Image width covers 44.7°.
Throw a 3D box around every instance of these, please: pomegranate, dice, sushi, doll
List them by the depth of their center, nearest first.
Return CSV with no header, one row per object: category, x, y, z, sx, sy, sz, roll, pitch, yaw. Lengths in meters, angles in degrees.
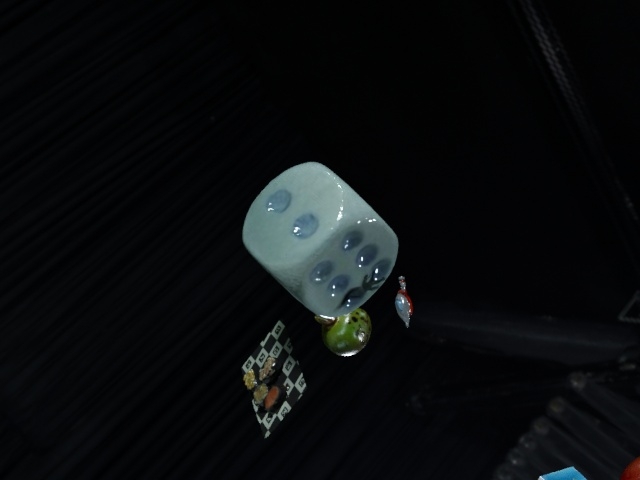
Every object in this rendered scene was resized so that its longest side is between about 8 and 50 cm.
doll,0.188,0.141,1.764,0.039,0.114,0.057,9,-25,-26
dice,0.000,0.000,1.804,0.262,0.264,0.268,43,-1,43
sushi,-0.136,0.336,1.933,0.043,0.192,0.279,27,20,-31
pomegranate,0.064,0.259,2.353,0.205,0.159,0.159,36,-16,-36

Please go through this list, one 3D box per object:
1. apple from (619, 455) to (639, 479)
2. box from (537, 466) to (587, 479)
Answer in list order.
apple,0.737,0.559,1.606,0.216,0.260,0.260,-12,-60,31
box,0.577,0.675,1.955,0.073,0.139,0.194,45,-55,44
